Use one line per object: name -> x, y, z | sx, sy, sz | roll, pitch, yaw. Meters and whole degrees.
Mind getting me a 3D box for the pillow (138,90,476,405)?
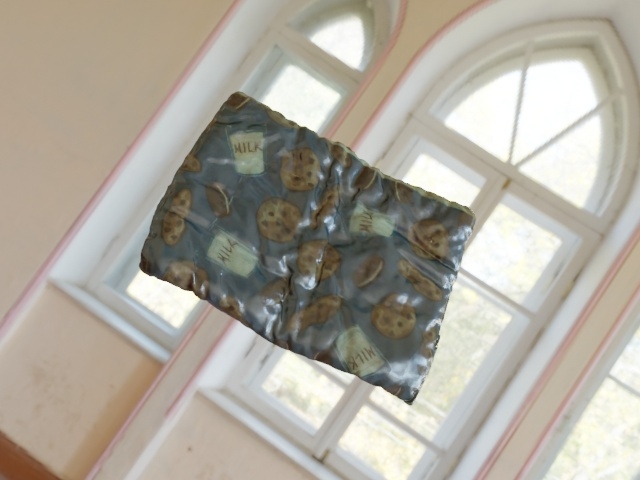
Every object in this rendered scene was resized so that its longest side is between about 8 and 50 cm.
pillow -> -0.002, 0.001, 0.640 | 0.256, 0.189, 0.034 | 28, -25, -10
